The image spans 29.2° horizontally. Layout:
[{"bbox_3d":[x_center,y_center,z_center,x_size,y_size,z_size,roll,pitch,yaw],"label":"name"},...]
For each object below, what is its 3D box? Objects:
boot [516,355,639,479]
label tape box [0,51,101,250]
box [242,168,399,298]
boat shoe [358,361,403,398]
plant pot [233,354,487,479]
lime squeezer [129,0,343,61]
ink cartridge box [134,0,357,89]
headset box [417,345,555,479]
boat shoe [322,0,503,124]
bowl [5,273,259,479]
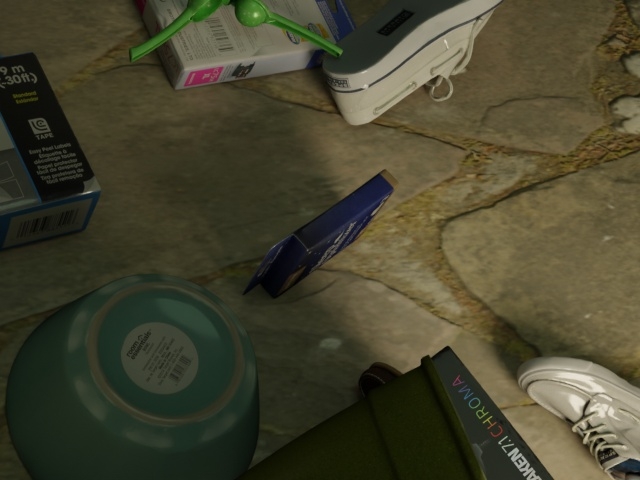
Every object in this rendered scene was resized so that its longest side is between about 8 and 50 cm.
[{"bbox_3d":[0.385,0.251,1.666,0.258,0.095,0.123,20,47,-12],"label":"boot"},{"bbox_3d":[-0.459,-0.145,1.548,0.241,0.106,0.333,-17,68,-32],"label":"label tape box"},{"bbox_3d":[0.000,0.000,1.636,0.225,0.136,0.036,-34,77,-35],"label":"box"},{"bbox_3d":[0.117,0.249,1.567,0.073,0.073,0.207,-33,76,-38],"label":"boat shoe"},{"bbox_3d":[0.014,0.347,1.198,0.353,0.366,0.366,-22,67,2],"label":"plant pot"},{"bbox_3d":[-0.121,-0.312,1.750,0.311,0.059,0.110,-3,54,-19],"label":"lime squeezer"},{"bbox_3d":[-0.107,-0.335,1.849,0.311,0.065,0.185,-15,67,-27],"label":"ink cartridge box"},{"bbox_3d":[0.106,0.310,1.443,0.283,0.131,0.246,-34,77,-13],"label":"headset box"},{"bbox_3d":[0.165,-0.290,1.889,0.136,0.156,0.367,28,57,39],"label":"boat shoe"},{"bbox_3d":[-0.196,0.162,1.433,0.312,0.163,0.311,12,55,-17],"label":"bowl"}]
